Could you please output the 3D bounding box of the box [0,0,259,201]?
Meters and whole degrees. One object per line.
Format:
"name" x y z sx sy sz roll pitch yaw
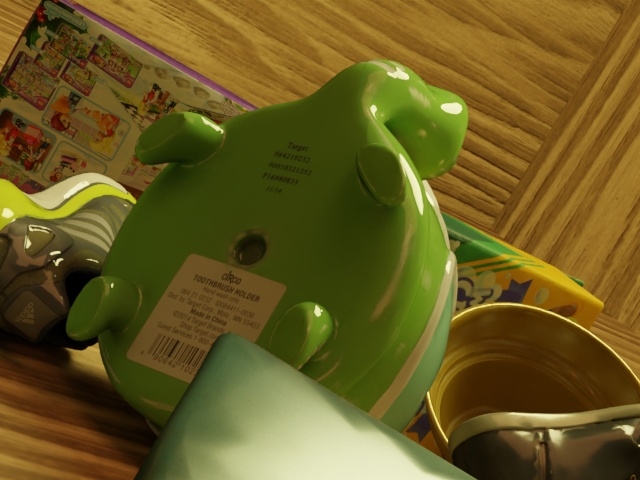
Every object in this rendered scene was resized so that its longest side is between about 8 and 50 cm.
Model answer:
"box" -0.158 -0.060 1.512 0.293 0.201 0.057 30 9 -6

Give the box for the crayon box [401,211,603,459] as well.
"crayon box" 0.122 0.095 1.574 0.323 0.203 0.083 23 12 -44

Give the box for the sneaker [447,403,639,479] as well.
"sneaker" 0.210 0.194 1.303 0.222 0.083 0.118 -1 57 -17

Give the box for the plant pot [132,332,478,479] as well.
"plant pot" -0.034 0.177 0.721 0.165 0.165 0.234 31 16 1

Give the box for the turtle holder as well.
"turtle holder" -0.018 0.022 1.230 0.227 0.243 0.320 55 30 -50

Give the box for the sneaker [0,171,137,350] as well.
"sneaker" -0.191 0.026 1.297 0.121 0.111 0.300 43 16 11

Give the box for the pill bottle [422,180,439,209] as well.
"pill bottle" 0.000 0.000 1.605 0.119 0.208 0.119 44 24 -26

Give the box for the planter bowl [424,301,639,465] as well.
"planter bowl" 0.166 0.163 1.421 0.217 0.090 0.217 15 46 -16
